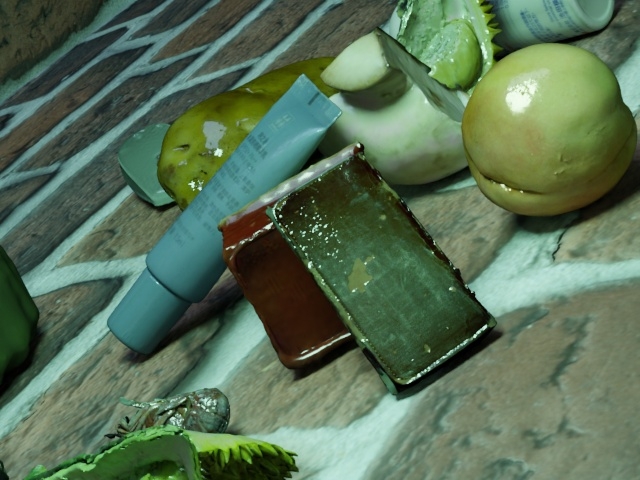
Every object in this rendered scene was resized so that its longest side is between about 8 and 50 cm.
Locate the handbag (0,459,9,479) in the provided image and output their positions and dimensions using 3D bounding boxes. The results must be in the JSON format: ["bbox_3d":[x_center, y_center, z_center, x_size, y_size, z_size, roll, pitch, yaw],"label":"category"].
[{"bbox_3d":[-0.309,0.312,1.159,0.315,0.241,0.109,-20,-16,26],"label":"handbag"}]

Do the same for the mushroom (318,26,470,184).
[{"bbox_3d":[0.096,-0.124,1.691,0.173,0.236,0.162,-47,52,14],"label":"mushroom"}]

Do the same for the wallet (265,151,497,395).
[{"bbox_3d":[0.057,0.029,1.336,0.122,0.232,0.031,-32,-21,-11],"label":"wallet"}]

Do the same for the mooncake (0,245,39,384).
[{"bbox_3d":[-0.562,0.142,1.897,0.356,0.194,0.356,-23,19,8],"label":"mooncake"}]

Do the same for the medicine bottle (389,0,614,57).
[{"bbox_3d":[0.247,-0.328,2.006,0.341,0.130,0.130,-11,27,42],"label":"medicine bottle"}]

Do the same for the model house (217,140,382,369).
[{"bbox_3d":[0.000,0.000,1.520,0.196,0.160,0.254,-30,19,0],"label":"model house"}]

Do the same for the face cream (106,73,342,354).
[{"bbox_3d":[-0.117,-0.028,1.667,0.385,0.086,0.135,-51,32,8],"label":"face cream"}]

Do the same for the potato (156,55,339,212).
[{"bbox_3d":[-0.087,-0.165,2.043,0.369,0.176,0.195,-39,-5,-34],"label":"potato"}]

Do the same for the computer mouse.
[{"bbox_3d":[-0.252,-0.117,2.267,0.128,0.079,0.231,-36,36,-9],"label":"computer mouse"}]

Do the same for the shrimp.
[{"bbox_3d":[-0.163,0.190,1.422,0.190,0.075,0.073,-23,51,46],"label":"shrimp"}]

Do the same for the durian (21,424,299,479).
[{"bbox_3d":[-0.148,0.217,1.175,0.352,0.169,0.158,-23,25,43],"label":"durian"}]

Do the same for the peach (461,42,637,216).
[{"bbox_3d":[0.234,-0.112,1.446,0.184,0.184,0.184,-26,20,10],"label":"peach"}]

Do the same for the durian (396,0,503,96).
[{"bbox_3d":[0.153,-0.276,1.885,0.172,0.166,0.306,29,97,54],"label":"durian"}]
